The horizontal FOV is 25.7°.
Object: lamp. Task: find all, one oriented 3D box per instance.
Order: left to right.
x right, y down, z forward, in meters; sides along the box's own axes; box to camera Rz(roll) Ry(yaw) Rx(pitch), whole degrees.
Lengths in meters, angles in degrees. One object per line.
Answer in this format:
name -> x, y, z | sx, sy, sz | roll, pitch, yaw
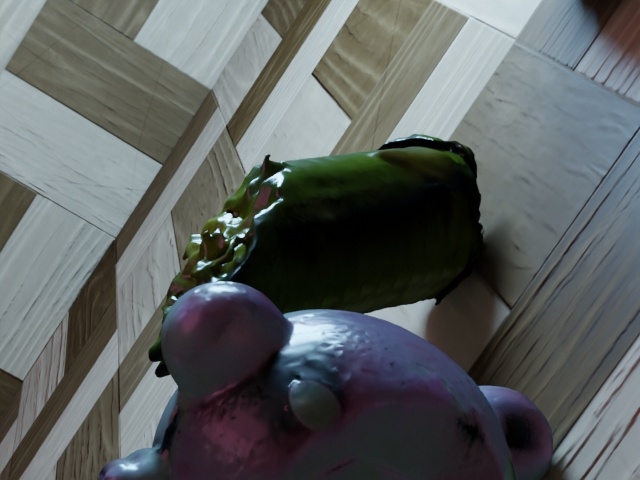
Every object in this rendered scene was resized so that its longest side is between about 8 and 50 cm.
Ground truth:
lamp -> -0.008, 0.187, 0.749 | 0.301, 0.247, 0.247 | -68, 21, -4

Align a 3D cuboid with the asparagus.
asparagus -> 0.000, 0.000, 0.954 | 0.108, 0.382, 0.129 | -1, 96, 33
